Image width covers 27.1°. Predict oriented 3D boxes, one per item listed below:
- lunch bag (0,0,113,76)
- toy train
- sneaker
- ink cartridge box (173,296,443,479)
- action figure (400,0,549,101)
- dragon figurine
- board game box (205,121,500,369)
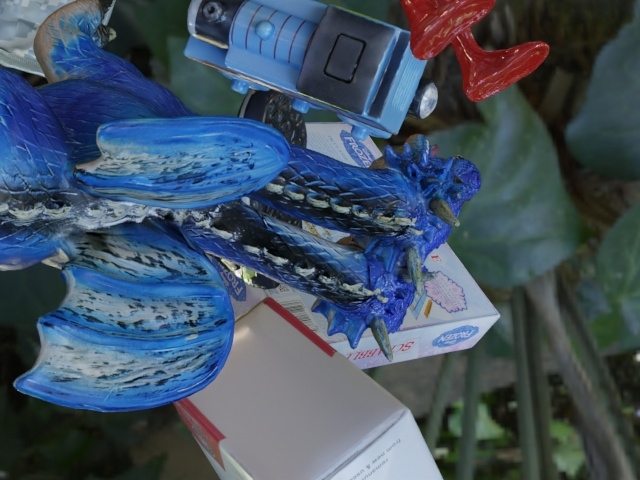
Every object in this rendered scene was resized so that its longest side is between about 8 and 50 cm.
[{"bbox_3d":[-0.199,-0.297,0.957,0.169,0.235,0.287,12,120,-25],"label":"lunch bag"},{"bbox_3d":[-0.010,-0.128,0.905,0.184,0.080,0.105,23,180,17],"label":"toy train"},{"bbox_3d":[-0.072,-0.040,1.085,0.097,0.084,0.235,22,144,14],"label":"sneaker"},{"bbox_3d":[0.016,0.228,1.142,0.131,0.226,0.306,-38,128,-14],"label":"ink cartridge box"},{"bbox_3d":[0.071,-0.224,0.713,0.139,0.280,0.091,-35,145,19],"label":"action figure"},{"bbox_3d":[-0.064,-0.010,0.375,0.289,0.144,0.085,-10,124,-56],"label":"dragon figurine"},{"bbox_3d":[0.000,0.000,1.485,0.318,0.319,0.066,-5,142,-44],"label":"board game box"}]
